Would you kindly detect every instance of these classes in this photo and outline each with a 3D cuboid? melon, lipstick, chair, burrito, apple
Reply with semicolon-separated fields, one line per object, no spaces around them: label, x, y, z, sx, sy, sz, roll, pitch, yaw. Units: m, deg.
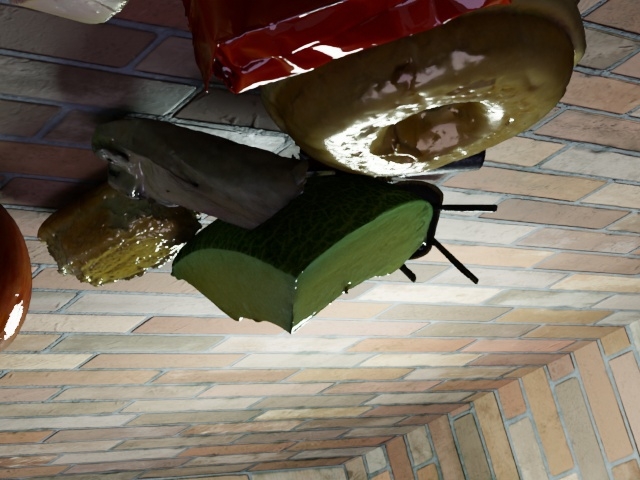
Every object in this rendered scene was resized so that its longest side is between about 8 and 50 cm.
melon;0.000;0.000;2.084;0.343;0.226;0.331;-40;-166;-33
lipstick;0.112;-0.137;2.174;0.300;0.081;0.081;-5;158;-15
chair;0.151;-0.019;2.418;0.159;0.172;0.247;2;-163;-38
burrito;-0.153;-0.089;1.913;0.348;0.107;0.175;11;166;21
apple;-0.538;0.041;1.934;0.293;0.251;0.163;-7;168;-22

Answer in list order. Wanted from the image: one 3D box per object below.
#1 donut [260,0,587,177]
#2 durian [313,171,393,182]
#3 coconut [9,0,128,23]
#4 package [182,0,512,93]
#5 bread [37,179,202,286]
donut;0.132;-0.224;1.765;0.449;0.198;0.449;-12;165;-3
durian;0.032;-0.060;2.299;0.139;0.144;0.252;24;148;-27
coconut;-0.264;-0.298;1.398;0.147;0.147;0.153;-28;154;31
package;0.043;-0.307;1.510;0.423;0.196;0.123;-16;154;3
bread;-0.303;-0.022;2.127;0.245;0.121;0.174;-26;150;30
